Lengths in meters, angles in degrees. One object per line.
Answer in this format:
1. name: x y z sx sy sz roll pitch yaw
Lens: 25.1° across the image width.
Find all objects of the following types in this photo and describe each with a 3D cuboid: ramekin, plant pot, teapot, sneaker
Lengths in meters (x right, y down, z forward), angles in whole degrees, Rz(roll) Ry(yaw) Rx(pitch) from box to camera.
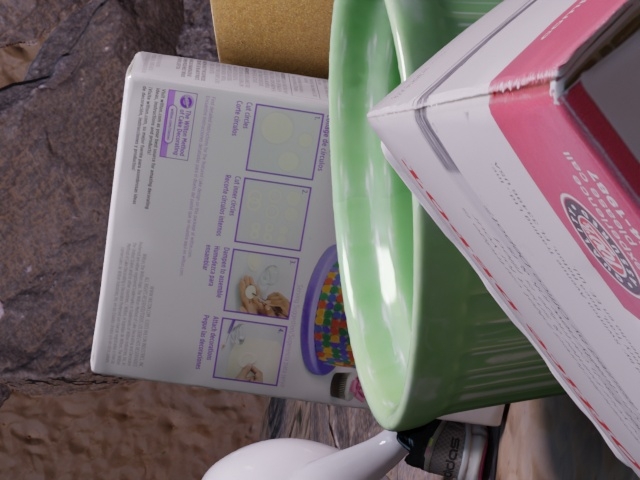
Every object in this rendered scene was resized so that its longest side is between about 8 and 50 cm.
1. ramekin: 0.100 -0.037 0.907 0.303 0.148 0.303 176 90 -82
2. plant pot: 0.036 -0.217 1.188 0.237 0.254 0.237 174 90 -90
3. teapot: 0.009 0.293 1.379 0.256 0.187 0.253 3 112 67
4. sneaker: 0.097 0.141 1.228 0.170 0.074 0.063 -92 12 -58

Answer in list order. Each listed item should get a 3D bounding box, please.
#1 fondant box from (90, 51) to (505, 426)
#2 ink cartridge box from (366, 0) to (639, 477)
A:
1. fondant box: 0.000 0.000 1.125 0.096 0.330 0.238 -97 17 -72
2. ink cartridge box: 0.135 0.002 0.457 0.117 0.207 0.283 -39 7 -2
